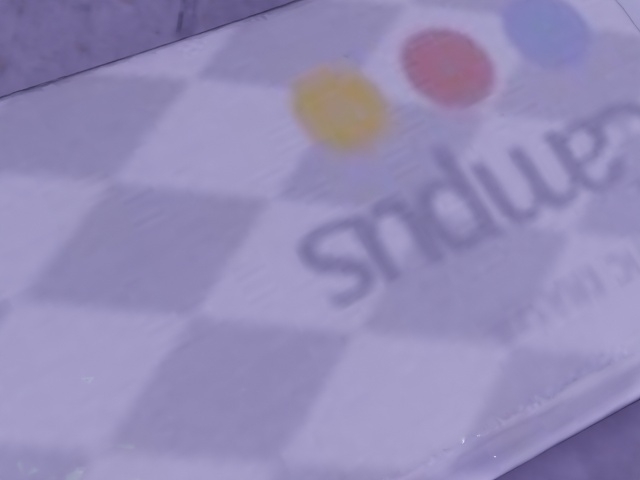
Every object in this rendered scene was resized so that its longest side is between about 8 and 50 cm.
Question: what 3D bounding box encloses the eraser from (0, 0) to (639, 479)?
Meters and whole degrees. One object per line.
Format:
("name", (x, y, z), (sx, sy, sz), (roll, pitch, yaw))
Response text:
("eraser", (0.000, 0.000, 0.510), (0.397, 0.082, 0.213), (-23, 69, -27))
